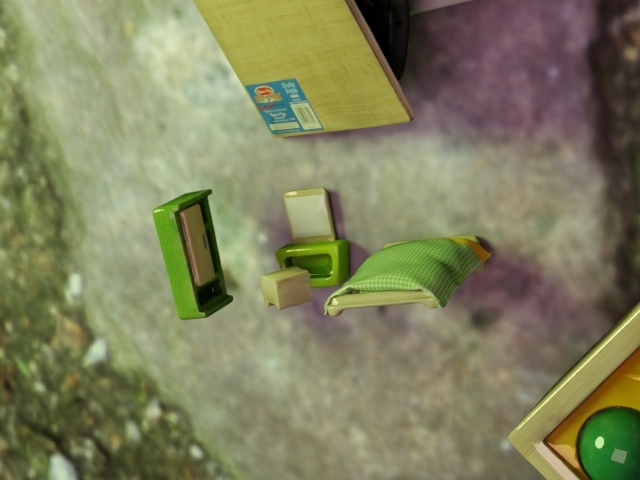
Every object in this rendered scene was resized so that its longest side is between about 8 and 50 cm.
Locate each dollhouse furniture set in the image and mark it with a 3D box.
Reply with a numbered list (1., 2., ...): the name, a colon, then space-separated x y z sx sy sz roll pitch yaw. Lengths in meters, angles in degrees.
1. dollhouse furniture set: 0.000 0.000 0.910 0.152 0.076 0.058 -6 102 26

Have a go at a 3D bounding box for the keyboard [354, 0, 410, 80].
1. keyboard: -0.023 -0.157 0.873 0.192 0.038 0.100 38 153 25

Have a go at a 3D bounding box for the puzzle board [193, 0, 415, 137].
1. puzzle board: -0.012 -0.094 0.880 0.128 0.011 0.096 -1 123 60

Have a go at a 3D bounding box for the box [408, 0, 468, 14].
1. box: 0.068 -0.180 0.831 0.186 0.038 0.145 -9 100 38

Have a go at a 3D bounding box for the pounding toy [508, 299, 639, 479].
1. pounding toy: 0.220 0.075 0.823 0.181 0.094 0.206 45 117 7
